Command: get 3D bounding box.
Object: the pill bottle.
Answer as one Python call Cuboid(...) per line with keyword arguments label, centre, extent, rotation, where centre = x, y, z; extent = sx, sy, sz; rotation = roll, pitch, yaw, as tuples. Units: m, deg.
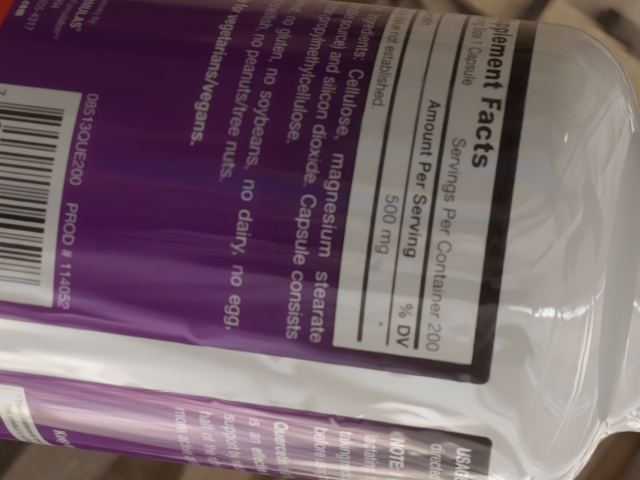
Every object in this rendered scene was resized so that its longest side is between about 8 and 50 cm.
Cuboid(label="pill bottle", centre=(0.000, 0.000, 0.634), extent=(0.181, 0.323, 0.181), rotation=(7, 90, -83))
